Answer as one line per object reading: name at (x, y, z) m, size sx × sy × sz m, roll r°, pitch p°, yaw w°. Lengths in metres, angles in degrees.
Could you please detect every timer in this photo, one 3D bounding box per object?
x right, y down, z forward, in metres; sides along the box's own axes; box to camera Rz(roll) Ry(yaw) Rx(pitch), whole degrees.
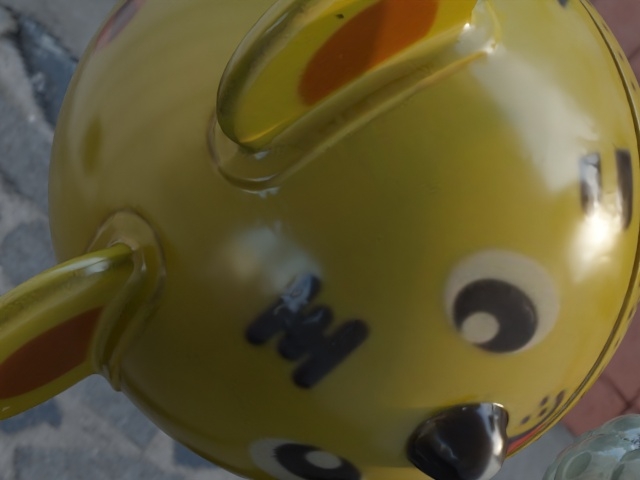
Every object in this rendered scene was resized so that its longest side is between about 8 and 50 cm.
timer at (-0.002, -0.018, 0.882) m, size 0.376 × 0.376 × 0.387 m, roll 57°, pitch 24°, yaw 13°

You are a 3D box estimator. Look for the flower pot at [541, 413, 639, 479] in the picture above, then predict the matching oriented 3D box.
flower pot at (0.341, 0.302, 1.695) m, size 0.246 × 0.246 × 0.195 m, roll 27°, pitch 18°, yaw -12°
